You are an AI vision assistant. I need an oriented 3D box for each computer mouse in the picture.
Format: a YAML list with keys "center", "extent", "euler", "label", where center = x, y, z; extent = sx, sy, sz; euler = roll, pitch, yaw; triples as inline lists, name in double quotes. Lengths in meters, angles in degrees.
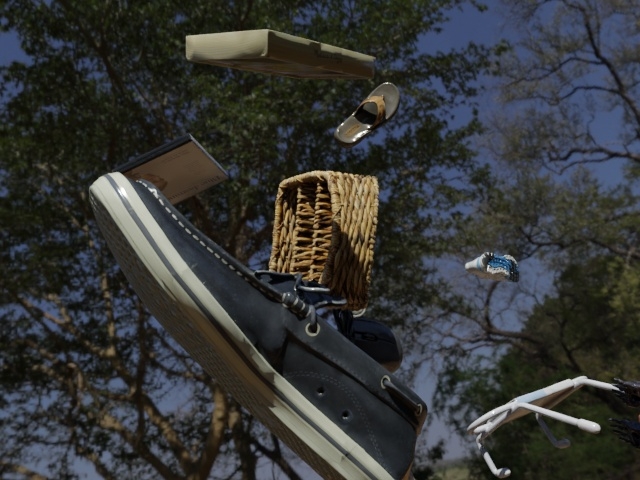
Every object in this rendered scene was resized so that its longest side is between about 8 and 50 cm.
- center: [0.138, 0.267, 1.347]
  extent: [0.072, 0.188, 0.272]
  euler: [-24, -33, 31]
  label: "computer mouse"

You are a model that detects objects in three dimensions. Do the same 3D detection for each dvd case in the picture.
- center: [-0.325, -0.147, 1.206]
  extent: [0.180, 0.022, 0.253]
  euler: [-25, -14, 3]
  label: "dvd case"

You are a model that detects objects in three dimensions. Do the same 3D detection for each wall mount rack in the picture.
- center: [0.486, 0.358, 1.089]
  extent: [0.350, 0.130, 0.304]
  euler: [-8, -36, -30]
  label: "wall mount rack"

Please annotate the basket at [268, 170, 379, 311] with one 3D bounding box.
- center: [0.000, 0.000, 1.179]
  extent: [0.223, 0.299, 0.213]
  euler: [7, -8, -4]
  label: "basket"

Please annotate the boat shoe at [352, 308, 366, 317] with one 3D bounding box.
- center: [0.053, 0.089, 1.466]
  extent: [0.095, 0.254, 0.079]
  euler: [-19, -5, -31]
  label: "boat shoe"

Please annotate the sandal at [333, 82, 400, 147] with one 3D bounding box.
- center: [0.120, -0.323, 1.359]
  extent: [0.219, 0.090, 0.060]
  euler: [-40, -15, -11]
  label: "sandal"

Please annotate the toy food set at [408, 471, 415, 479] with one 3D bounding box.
- center: [0.080, 0.593, 1.049]
  extent: [0.306, 0.219, 0.092]
  euler: [-23, -9, -22]
  label: "toy food set"

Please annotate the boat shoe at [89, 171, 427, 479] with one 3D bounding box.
- center: [-0.059, 0.104, 0.630]
  extent: [0.156, 0.500, 0.187]
  euler: [-48, 11, -24]
  label: "boat shoe"

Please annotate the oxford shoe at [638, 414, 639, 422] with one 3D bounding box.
- center: [0.649, 0.385, 0.993]
  extent: [0.097, 0.098, 0.271]
  euler: [-5, -33, 29]
  label: "oxford shoe"

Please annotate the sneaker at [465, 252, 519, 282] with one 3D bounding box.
- center: [0.463, 0.076, 1.448]
  extent: [0.191, 0.071, 0.083]
  euler: [17, -26, -36]
  label: "sneaker"

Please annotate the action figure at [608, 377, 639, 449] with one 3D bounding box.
- center: [0.548, 0.189, 0.784]
  extent: [0.276, 0.164, 0.141]
  euler: [-21, 17, -13]
  label: "action figure"

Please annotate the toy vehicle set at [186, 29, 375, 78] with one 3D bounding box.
- center: [-0.053, -0.284, 0.840]
  extent: [0.166, 0.035, 0.267]
  euler: [12, 15, 35]
  label: "toy vehicle set"
